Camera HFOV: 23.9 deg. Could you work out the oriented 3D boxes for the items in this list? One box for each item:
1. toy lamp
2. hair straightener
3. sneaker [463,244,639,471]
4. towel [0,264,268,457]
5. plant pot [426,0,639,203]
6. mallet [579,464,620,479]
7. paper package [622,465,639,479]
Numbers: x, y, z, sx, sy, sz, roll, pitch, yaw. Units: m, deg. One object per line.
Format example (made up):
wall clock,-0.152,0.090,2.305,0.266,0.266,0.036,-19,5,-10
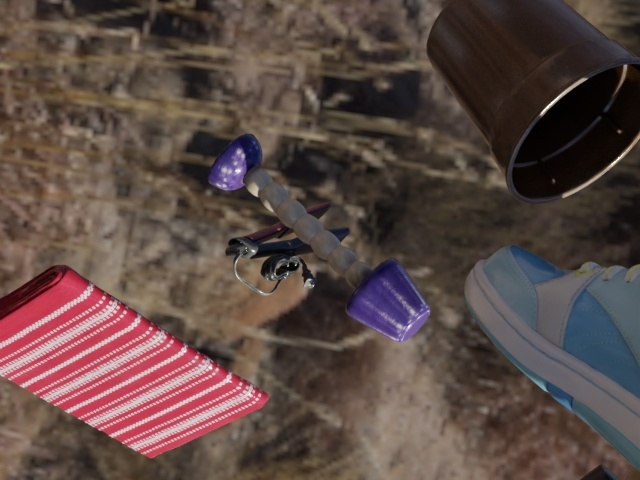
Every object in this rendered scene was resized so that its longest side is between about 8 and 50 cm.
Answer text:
toy lamp,0.000,0.000,1.578,0.080,0.274,0.080,-45,164,-16
hair straightener,-0.031,0.014,1.757,0.047,0.089,0.230,-43,167,28
sneaker,0.243,0.038,1.009,0.127,0.319,0.208,24,102,-41
towel,-0.215,0.127,1.543,0.275,0.199,0.031,35,45,-30
plant pot,0.189,-0.148,1.359,0.167,0.165,0.167,-26,148,-18
mallet,0.214,0.240,1.097,0.039,0.062,0.190,41,18,-25
paper package,0.459,0.363,1.664,0.325,0.309,0.168,-47,119,-43
